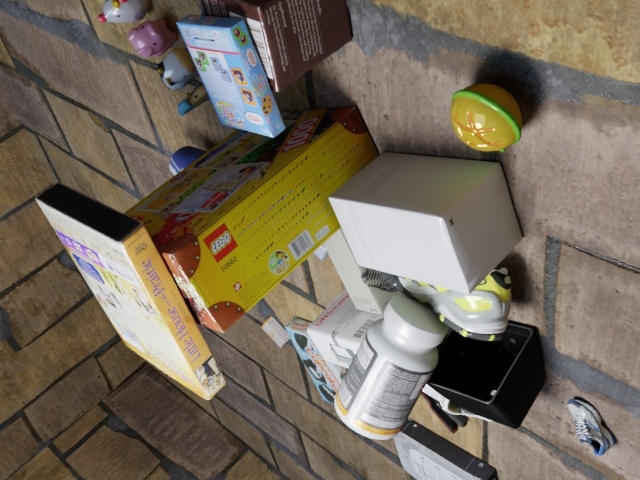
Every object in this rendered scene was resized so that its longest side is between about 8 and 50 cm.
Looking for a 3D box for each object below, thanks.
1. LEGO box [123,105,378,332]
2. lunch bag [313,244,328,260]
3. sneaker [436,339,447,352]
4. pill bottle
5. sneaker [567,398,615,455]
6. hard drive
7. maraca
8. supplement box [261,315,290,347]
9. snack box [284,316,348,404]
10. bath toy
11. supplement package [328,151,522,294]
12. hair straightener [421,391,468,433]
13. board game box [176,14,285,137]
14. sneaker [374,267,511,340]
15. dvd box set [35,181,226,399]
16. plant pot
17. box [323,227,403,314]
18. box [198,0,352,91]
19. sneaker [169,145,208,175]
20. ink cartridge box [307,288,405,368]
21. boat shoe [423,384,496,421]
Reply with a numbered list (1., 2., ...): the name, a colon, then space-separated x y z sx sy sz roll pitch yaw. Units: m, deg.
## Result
1. LEGO box: -0.163 -0.064 1.582 0.372 0.500 0.193 7 132 52
2. lunch bag: 0.000 0.000 1.912 0.071 0.053 0.083 42 143 11
3. sneaker: 0.251 0.307 1.852 0.087 0.130 0.227 53 151 -12
4. pill bottle: 0.149 0.263 1.580 0.162 0.162 0.278 36 116 25
5. sneaker: 0.557 0.391 1.579 0.135 0.058 0.052 51 153 -1
6. hard drive: 0.366 0.670 2.218 0.339 0.064 0.237 25 144 40
7. maraca: 0.265 -0.192 1.230 0.127 0.099 0.186 38 176 8
8. supplement box: -0.148 0.306 2.539 0.098 0.036 0.062 46 153 6
9. snack box: 0.023 0.394 2.373 0.187 0.060 0.322 12 135 49
10. bath toy: -0.400 -0.465 1.826 0.348 0.129 0.151 52 153 -3
11. supplement package: 0.195 -0.041 1.431 0.293 0.177 0.175 14 136 49
12. hair straightener: 0.308 0.396 1.992 0.230 0.047 0.089 52 132 7
13. board game box: -0.157 -0.290 1.340 0.160 0.039 0.211 21 142 44
14. sneaker: 0.249 0.059 1.568 0.384 0.145 0.147 33 113 43
15. dvd box set: -0.362 0.101 1.472 0.307 0.062 0.420 21 143 41
16. plant pot: 0.367 0.292 1.617 0.187 0.188 0.167 9 145 51
17. box: 0.093 0.029 1.749 0.094 0.113 0.275 8 134 51
18. box: -0.078 -0.401 1.346 0.167 0.203 0.168 28 146 35
19. sneaker: -0.243 -0.187 1.975 0.315 0.127 0.182 32 145 17
20. ink cartridge box: 0.130 0.213 1.831 0.273 0.198 0.115 7 133 53
21. boat shoe: 0.329 0.374 1.842 0.277 0.096 0.098 3 119 52
